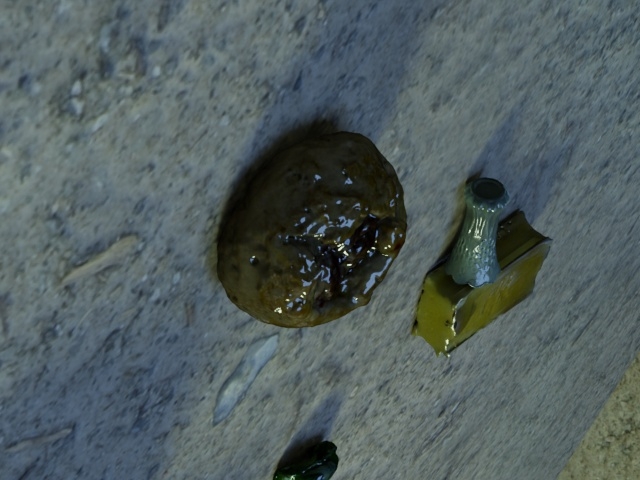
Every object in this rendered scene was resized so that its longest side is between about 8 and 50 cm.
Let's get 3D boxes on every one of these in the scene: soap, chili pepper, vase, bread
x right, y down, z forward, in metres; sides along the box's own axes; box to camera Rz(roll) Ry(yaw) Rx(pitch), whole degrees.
[{"bbox_3d":[0.242,0.066,1.700,0.233,0.076,0.135,-32,148,-36],"label":"soap"},{"bbox_3d":[-0.026,0.376,1.669,0.108,0.062,0.216,-25,144,-42],"label":"chili pepper"},{"bbox_3d":[0.219,-0.015,1.571,0.081,0.081,0.149,-32,144,-34],"label":"vase"},{"bbox_3d":[0.000,0.000,1.197,0.230,0.123,0.230,-37,151,-24],"label":"bread"}]
